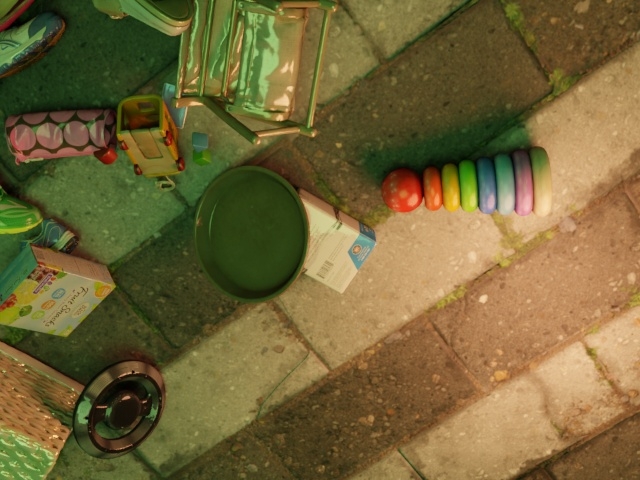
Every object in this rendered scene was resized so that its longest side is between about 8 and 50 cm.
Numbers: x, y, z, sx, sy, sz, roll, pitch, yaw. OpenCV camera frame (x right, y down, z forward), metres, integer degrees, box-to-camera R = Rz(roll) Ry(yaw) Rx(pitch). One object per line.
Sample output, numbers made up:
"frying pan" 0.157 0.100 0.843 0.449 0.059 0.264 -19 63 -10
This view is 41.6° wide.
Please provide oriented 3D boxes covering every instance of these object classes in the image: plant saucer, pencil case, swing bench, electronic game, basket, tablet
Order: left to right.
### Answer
"basket" -0.731 0.434 1.829 0.331 0.266 0.328 30 108 -14
"pencil case" -0.505 -0.205 1.659 0.209 0.095 0.098 -5 79 3
"electronic game" -0.440 0.372 1.854 0.229 0.048 0.229 -20 119 -40
"tablet" -0.292 -0.268 1.678 0.054 0.006 0.083 13 111 -5
"swing bench" -0.130 -0.339 1.548 0.254 0.165 0.253 29 119 35
"plant saucer" -0.136 -0.012 1.701 0.277 0.041 0.278 2 95 29

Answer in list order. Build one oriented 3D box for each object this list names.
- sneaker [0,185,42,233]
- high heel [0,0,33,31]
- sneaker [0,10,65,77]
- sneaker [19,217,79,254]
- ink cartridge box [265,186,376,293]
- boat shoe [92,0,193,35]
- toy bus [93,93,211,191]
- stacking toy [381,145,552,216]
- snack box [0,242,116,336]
"sneaker" -0.696 -0.111 1.686 0.295 0.109 0.124 29 113 -11
"high heel" -0.501 -0.444 1.428 0.127 0.181 0.377 30 146 -35
"sneaker" -0.626 -0.362 1.585 0.296 0.112 0.131 -32 97 6
"sneaker" -0.601 0.039 1.775 0.211 0.080 0.081 -42 90 12
"ink cartridge box" 0.000 0.000 1.748 0.190 0.082 0.140 31 109 -10
"boat shoe" -0.355 -0.458 1.523 0.302 0.113 0.103 42 132 12
"toy bus" -0.325 -0.200 1.643 0.190 0.105 0.202 17 149 -38
"stacking toy" 0.288 -0.104 1.689 0.330 0.141 0.141 -5 112 8
"snack box" -0.560 0.107 1.739 0.174 0.070 0.207 -44 147 16
